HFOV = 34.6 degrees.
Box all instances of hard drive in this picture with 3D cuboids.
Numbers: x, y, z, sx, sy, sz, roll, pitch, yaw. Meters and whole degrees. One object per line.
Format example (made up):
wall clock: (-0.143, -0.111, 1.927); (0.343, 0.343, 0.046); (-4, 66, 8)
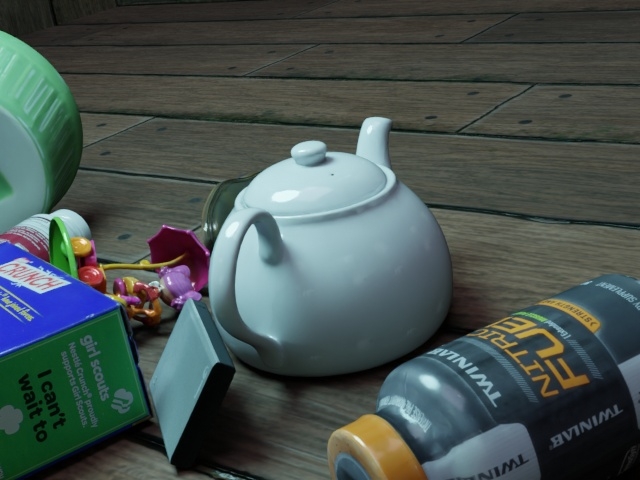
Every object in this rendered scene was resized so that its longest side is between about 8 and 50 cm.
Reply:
hard drive: (-0.110, 0.116, 0.863); (0.022, 0.094, 0.135); (21, 11, -22)

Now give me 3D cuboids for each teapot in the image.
teapot: (0.000, 0.000, 0.970); (0.253, 0.187, 0.256); (-15, 23, -13)

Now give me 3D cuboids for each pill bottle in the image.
pill bottle: (0.128, 0.121, 0.690); (0.246, 0.130, 0.130); (-21, 24, -25)
pill bottle: (-0.336, 0.022, 1.196); (0.086, 0.086, 0.152); (1, 23, 25)

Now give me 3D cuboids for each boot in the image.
boot: (-0.064, -0.041, 1.240); (0.106, 0.082, 0.219); (-5, 20, 18)

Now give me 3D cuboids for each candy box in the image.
candy box: (-0.352, 0.129, 0.890); (0.317, 0.122, 0.268); (-25, 25, -30)

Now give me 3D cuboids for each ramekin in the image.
ramekin: (-0.468, -0.113, 1.317); (0.303, 0.303, 0.148); (-9, 29, 2)

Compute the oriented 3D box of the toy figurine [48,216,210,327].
toy figurine: (-0.187, 0.042, 1.075); (0.159, 0.130, 0.173); (-9, 42, -23)
